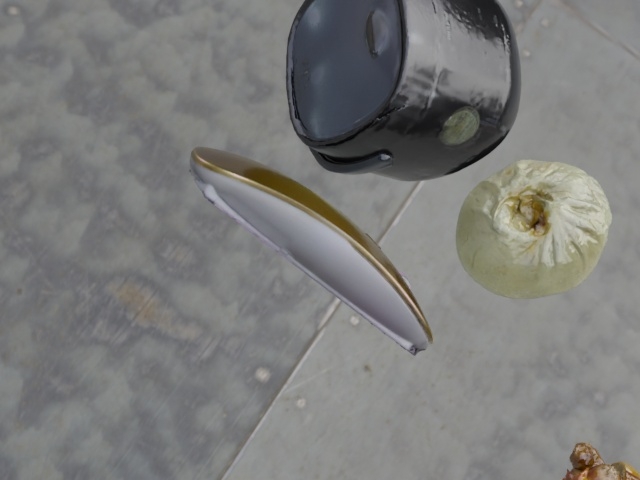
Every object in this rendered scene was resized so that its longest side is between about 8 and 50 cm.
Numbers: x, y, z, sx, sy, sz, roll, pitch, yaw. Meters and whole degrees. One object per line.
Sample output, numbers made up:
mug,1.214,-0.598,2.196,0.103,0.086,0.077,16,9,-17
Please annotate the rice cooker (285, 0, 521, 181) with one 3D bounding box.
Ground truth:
rice cooker,0.099,-0.198,1.115,0.224,0.267,0.267,6,56,-40

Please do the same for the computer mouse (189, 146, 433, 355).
computer mouse,0.000,0.000,0.941,0.310,0.158,0.072,39,93,-19

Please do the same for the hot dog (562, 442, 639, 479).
hot dog,0.260,0.383,1.112,0.117,0.349,0.158,40,40,25

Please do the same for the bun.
bun,0.293,-0.020,1.301,0.222,0.127,0.222,-3,81,21
